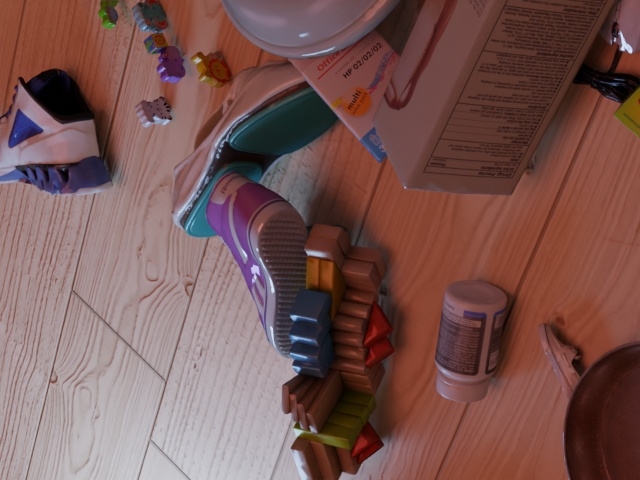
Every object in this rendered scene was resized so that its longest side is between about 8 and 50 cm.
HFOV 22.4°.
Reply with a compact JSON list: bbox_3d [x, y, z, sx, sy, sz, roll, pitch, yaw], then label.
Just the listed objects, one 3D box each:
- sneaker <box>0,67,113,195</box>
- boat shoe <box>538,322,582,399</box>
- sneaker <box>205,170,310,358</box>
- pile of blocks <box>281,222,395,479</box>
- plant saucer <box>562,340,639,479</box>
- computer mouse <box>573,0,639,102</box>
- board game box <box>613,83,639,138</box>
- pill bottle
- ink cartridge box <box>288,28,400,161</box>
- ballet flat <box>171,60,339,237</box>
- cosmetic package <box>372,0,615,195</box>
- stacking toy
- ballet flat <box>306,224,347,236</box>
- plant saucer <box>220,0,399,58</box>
[{"bbox_3d":[-0.448,-0.179,2.514,0.315,0.127,0.182,9,106,36],"label":"sneaker"},{"bbox_3d":[0.292,0.141,1.919,0.035,0.035,0.100,-28,78,19],"label":"boat shoe"},{"bbox_3d":[-0.075,0.023,2.170,0.161,0.102,0.282,36,148,39],"label":"sneaker"},{"bbox_3d":[0.033,0.162,2.103,0.112,0.149,0.362,9,112,27],"label":"pile of blocks"},{"bbox_3d":[0.412,0.256,1.819,0.310,0.050,0.311,16,113,42],"label":"plant saucer"},{"bbox_3d":[0.326,-0.242,1.748,0.106,0.042,0.193,36,126,34],"label":"computer mouse"},{"bbox_3d":[0.398,-0.165,1.678,0.092,0.043,0.181,41,132,1],"label":"board game box"},{"bbox_3d":[0.182,0.125,1.988,0.078,0.078,0.137,26,120,38],"label":"pill bottle"},{"bbox_3d":[0.050,-0.196,1.963,0.104,0.061,0.181,-42,88,2],"label":"ink cartridge box"},{"bbox_3d":[-0.096,-0.153,2.161,0.400,0.139,0.139,-45,70,45],"label":"ballet flat"},{"bbox_3d":[0.188,-0.202,1.798,0.296,0.153,0.129,-65,34,37],"label":"cosmetic package"},{"bbox_3d":[-0.226,-0.287,2.296,0.167,0.052,0.221,-31,78,44],"label":"stacking toy"},{"bbox_3d":[0.000,0.000,2.170,0.114,0.041,0.041,1,104,46],"label":"ballet flat"},{"bbox_3d":[-0.026,-0.421,1.924,0.400,0.100,0.400,-8,79,44],"label":"plant saucer"}]
